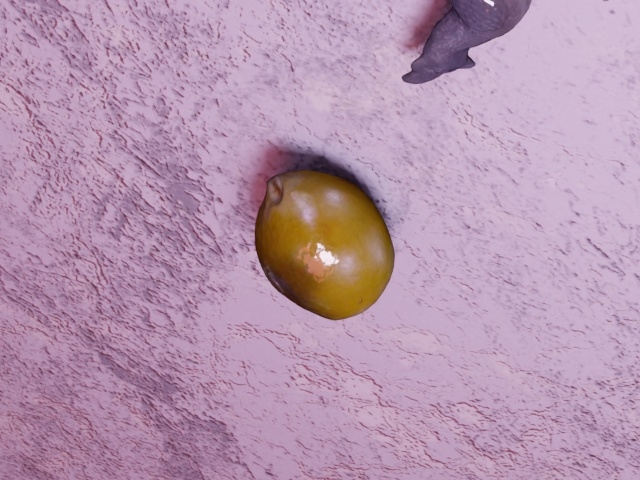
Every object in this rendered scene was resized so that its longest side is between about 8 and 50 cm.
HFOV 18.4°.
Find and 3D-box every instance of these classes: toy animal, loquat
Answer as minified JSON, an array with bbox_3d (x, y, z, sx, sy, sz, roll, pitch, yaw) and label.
[{"bbox_3d":[0.167,-0.270,1.814,0.206,0.081,0.367,7,136,12],"label":"toy animal"},{"bbox_3d":[0.000,0.000,2.158,0.152,0.152,0.195,-11,139,33],"label":"loquat"}]
